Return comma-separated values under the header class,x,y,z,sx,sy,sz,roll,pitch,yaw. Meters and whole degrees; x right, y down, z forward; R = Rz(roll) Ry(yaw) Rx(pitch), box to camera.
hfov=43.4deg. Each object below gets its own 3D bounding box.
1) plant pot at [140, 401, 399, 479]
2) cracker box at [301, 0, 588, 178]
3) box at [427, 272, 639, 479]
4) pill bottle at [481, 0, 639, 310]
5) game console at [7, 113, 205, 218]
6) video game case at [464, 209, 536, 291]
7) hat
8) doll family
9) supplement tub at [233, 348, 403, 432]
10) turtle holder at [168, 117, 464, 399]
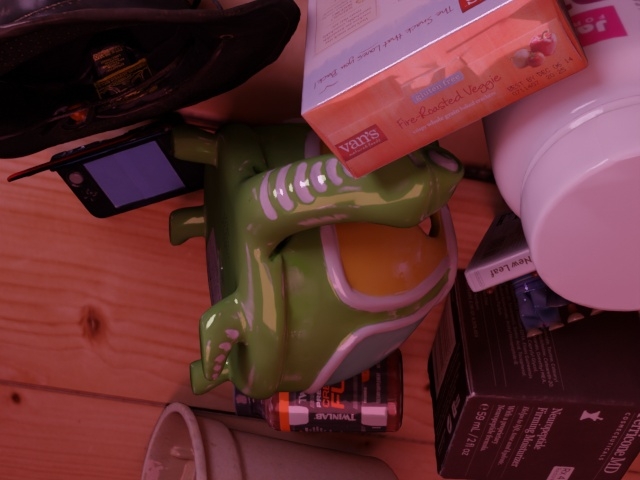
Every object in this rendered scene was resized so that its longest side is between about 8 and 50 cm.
class,x,y,z,sx,sy,sz,roll,pitch,yaw
plant pot,-0.061,0.390,1.059,0.306,0.333,0.334,8,135,-23
cracker box,0.071,-0.164,0.537,0.156,0.232,0.067,-24,129,24
box,0.236,0.154,0.888,0.203,0.167,0.168,4,134,-2
pill bottle,0.192,-0.100,0.560,0.160,0.283,0.160,1,134,1
game console,-0.190,-0.057,0.753,0.144,0.085,0.124,-15,132,16
video game case,0.232,-0.026,0.700,0.193,0.212,0.023,-24,95,23
hat,-0.170,-0.161,0.578,0.331,0.331,0.134,-18,92,18
doll family,0.260,0.021,0.804,0.193,0.111,0.076,-19,166,4
supplement tub,-0.002,0.176,0.962,0.198,0.106,0.106,-1,134,2
turtle holder,-0.005,-0.009,0.691,0.227,0.243,0.320,-5,134,-15
